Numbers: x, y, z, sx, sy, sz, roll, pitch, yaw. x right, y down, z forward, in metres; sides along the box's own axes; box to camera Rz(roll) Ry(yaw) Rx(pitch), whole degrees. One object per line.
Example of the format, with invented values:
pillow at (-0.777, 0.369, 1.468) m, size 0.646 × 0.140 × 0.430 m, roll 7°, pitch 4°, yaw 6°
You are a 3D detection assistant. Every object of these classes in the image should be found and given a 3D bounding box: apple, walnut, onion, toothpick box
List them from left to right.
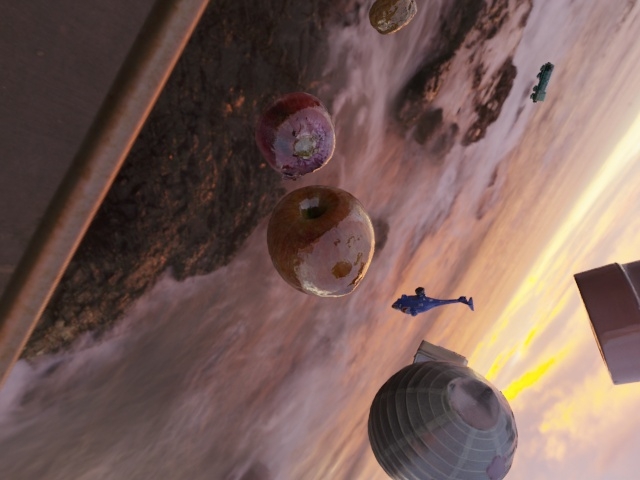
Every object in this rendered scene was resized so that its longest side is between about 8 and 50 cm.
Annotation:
onion at (-0.055, -0.215, 0.923) m, size 0.160 × 0.195 × 0.159 m, roll -11°, pitch 128°, yaw -14°
apple at (0.000, 0.000, 0.929) m, size 0.211 × 0.211 × 0.188 m, roll -45°, pitch 148°, yaw -29°
walnut at (0.144, -0.460, 0.965) m, size 0.079 × 0.082 × 0.096 m, roll -3°, pitch 168°, yaw -46°
toothpick box at (0.296, 0.052, 0.381) m, size 0.149 × 0.098 × 0.098 m, roll -20°, pitch 172°, yaw 24°

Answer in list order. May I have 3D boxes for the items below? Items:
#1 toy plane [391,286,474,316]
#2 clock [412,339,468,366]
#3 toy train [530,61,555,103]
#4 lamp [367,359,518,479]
toy plane at (0.230, 0.133, 0.995) m, size 0.062 × 0.167 × 0.054 m, roll -70°, pitch 147°, yaw -56°
clock at (0.329, 0.407, 1.402) m, size 0.071 × 0.147 × 0.192 m, roll -30°, pitch 138°, yaw -59°
toy train at (0.503, -0.357, 1.085) m, size 0.045 × 0.029 × 0.092 m, roll -71°, pitch 176°, yaw -72°
lamp at (0.209, 0.328, 0.831) m, size 0.265 × 0.233 × 0.233 m, roll -8°, pitch 132°, yaw -28°
